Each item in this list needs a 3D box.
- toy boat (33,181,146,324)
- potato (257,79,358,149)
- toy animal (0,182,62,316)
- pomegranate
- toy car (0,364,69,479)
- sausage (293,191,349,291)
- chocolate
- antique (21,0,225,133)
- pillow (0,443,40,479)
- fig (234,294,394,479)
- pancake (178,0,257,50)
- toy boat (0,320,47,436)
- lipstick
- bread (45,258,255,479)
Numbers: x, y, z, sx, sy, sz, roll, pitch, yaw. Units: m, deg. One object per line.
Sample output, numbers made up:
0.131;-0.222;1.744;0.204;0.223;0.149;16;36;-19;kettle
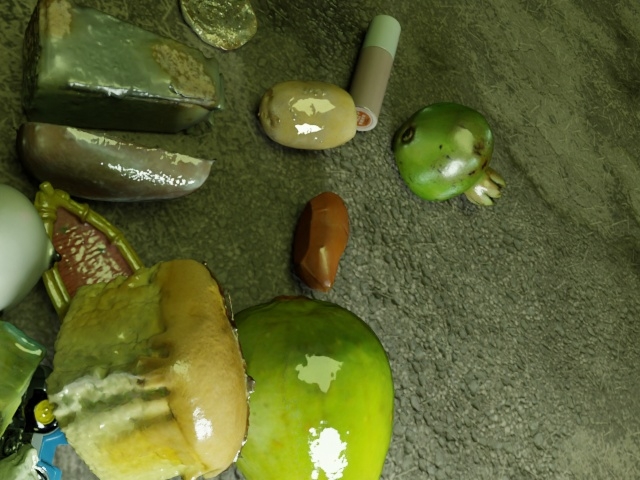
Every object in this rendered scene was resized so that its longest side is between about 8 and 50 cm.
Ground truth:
-0.283;0.070;0.919;0.141;0.099;0.318;-34;90;-42;toy boat
-0.022;-0.220;1.212;0.178;0.119;0.109;2;34;-21;potato
-0.434;-0.008;0.799;0.235;0.165;0.187;42;59;-17;toy animal
0.268;-0.160;1.359;0.189;0.159;0.241;-32;96;-38;pomegranate
-0.331;0.245;0.804;0.100;0.097;0.191;27;63;-49;toy car
0.000;0.000;1.152;0.089;0.089;0.179;26;53;-24;sausage
-0.288;-0.094;0.956;0.261;0.161;0.083;10;85;-27;chocolate
-0.281;-0.238;1.025;0.284;0.125;0.150;7;69;-32;antique
-0.375;0.378;0.668;0.274;0.076;0.281;-20;112;-31;pillow
-0.020;0.235;0.949;0.258;0.258;0.327;-22;102;-39;fig
-0.181;-0.404;1.227;0.151;0.025;0.152;15;63;-31;pancake
-0.403;0.209;0.718;0.111;0.084;0.276;39;75;-12;toy boat
0.103;-0.334;1.368;0.070;0.070;0.255;29;57;-22;lipstick
-0.187;0.156;0.791;0.204;0.162;0.262;-15;85;6;bread
